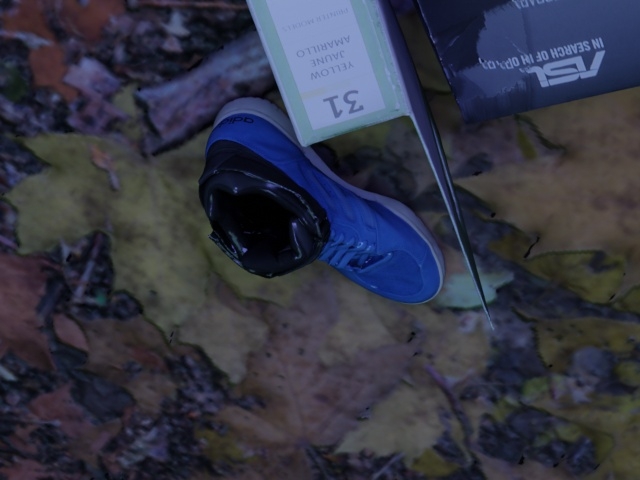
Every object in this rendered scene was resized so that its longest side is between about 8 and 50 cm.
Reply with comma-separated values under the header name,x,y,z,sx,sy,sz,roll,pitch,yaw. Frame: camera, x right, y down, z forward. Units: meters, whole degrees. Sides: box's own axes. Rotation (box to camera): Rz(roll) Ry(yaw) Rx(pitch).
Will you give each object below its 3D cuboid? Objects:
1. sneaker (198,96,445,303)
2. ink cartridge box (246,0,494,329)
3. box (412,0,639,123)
name,x,y,z,sx,sy,sz,roll,pitch,yaw
sneaker,-0.001,0.000,0.889,0.058,0.085,0.152,-35,114,32
ink cartridge box,0.009,-0.090,0.759,0.056,0.171,0.235,-16,124,5
box,0.166,-0.192,0.706,0.307,0.076,0.242,-11,125,20
